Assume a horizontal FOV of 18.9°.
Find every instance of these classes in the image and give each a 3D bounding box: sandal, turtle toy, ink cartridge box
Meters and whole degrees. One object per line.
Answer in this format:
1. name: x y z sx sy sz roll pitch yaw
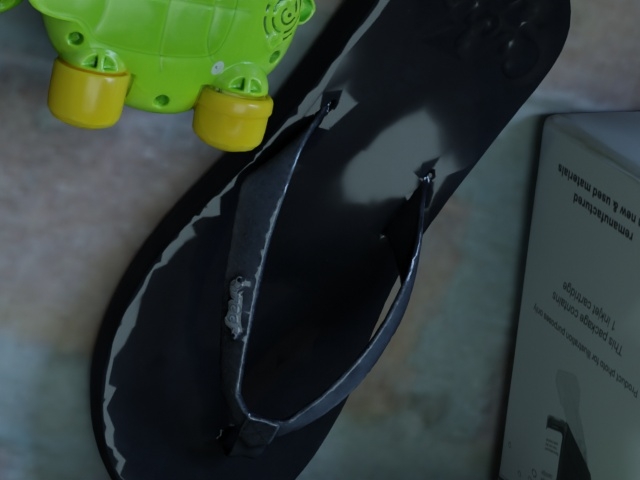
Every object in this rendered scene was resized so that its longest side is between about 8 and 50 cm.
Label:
1. sandal: 0.000 -0.001 0.679 0.097 0.054 0.254 26 100 -26
2. turtle toy: -0.063 -0.086 0.616 0.130 0.066 0.095 8 108 -22
3. ink cartridge box: 0.180 0.094 0.749 0.197 0.114 0.273 -3 112 -20
